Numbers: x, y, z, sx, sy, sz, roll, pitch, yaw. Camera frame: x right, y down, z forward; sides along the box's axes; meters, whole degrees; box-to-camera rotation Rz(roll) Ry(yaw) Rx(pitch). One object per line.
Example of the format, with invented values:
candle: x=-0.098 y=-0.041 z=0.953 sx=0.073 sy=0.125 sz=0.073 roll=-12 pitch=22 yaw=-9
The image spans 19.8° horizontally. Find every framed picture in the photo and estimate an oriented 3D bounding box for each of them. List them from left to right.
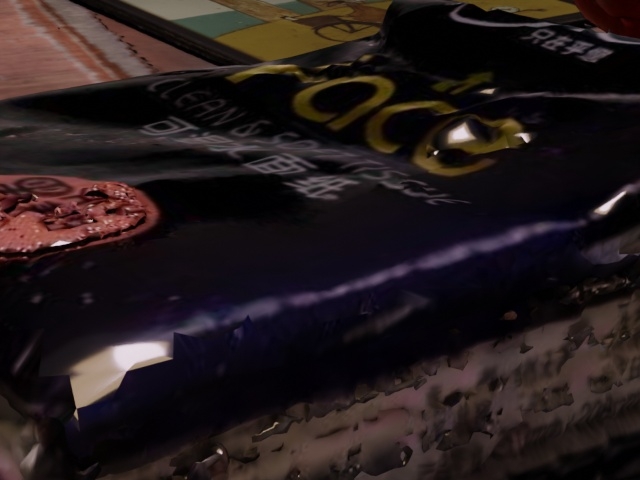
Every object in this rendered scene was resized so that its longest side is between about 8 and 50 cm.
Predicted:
framed picture: x=-0.015 y=-0.158 z=1.165 sx=0.244 sy=0.013 sz=0.324 roll=-13 pitch=25 yaw=-31

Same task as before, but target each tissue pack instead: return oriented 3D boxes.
tissue pack: x=0.000 y=0.000 z=0.598 sx=0.332 sy=0.123 sz=0.245 roll=-14 pitch=27 yaw=-33

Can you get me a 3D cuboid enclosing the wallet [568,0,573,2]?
wallet: x=0.189 y=-0.180 z=1.193 sx=0.137 sy=0.031 sz=0.255 roll=-12 pitch=25 yaw=-31

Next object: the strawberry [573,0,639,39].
strawberry: x=0.273 y=-0.142 z=0.788 sx=0.345 sy=0.295 sz=0.317 roll=-15 pitch=28 yaw=6
